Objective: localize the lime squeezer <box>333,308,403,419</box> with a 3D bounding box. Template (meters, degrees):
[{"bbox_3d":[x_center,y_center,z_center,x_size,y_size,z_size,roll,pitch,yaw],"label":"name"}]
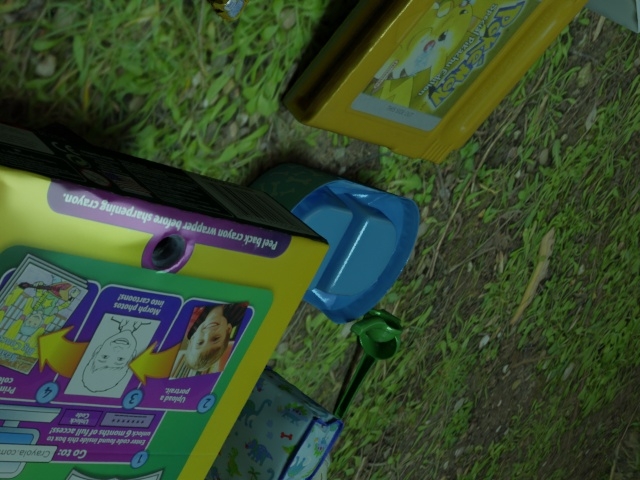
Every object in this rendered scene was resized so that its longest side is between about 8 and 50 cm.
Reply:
[{"bbox_3d":[0.058,0.128,1.675,0.110,0.059,0.310,-35,161,-18],"label":"lime squeezer"}]

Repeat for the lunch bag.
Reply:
[{"bbox_3d":[-0.067,0.239,1.538,0.151,0.128,0.096,-60,150,5],"label":"lunch bag"}]

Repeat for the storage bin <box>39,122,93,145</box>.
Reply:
[{"bbox_3d":[-0.235,0.008,1.098,0.180,0.084,0.122,-47,150,-18],"label":"storage bin"}]

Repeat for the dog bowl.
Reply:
[{"bbox_3d":[0.000,0.000,1.456,0.297,0.074,0.166,11,109,-59],"label":"dog bowl"}]

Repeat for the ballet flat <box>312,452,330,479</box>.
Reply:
[{"bbox_3d":[-0.031,0.329,1.744,0.206,0.067,0.073,-56,151,-1],"label":"ballet flat"}]

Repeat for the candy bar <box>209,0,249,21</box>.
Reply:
[{"bbox_3d":[-0.046,-0.266,1.174,0.161,0.018,0.040,-57,152,2],"label":"candy bar"}]

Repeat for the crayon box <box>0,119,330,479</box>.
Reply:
[{"bbox_3d":[-0.202,0.087,1.021,0.363,0.106,0.313,14,110,-51],"label":"crayon box"}]

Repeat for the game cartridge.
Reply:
[{"bbox_3d":[0.142,-0.213,1.409,0.285,0.053,0.323,-50,151,19],"label":"game cartridge"}]

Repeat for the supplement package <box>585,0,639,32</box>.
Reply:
[{"bbox_3d":[0.359,-0.393,1.523,0.203,0.149,0.194,-50,150,-12],"label":"supplement package"}]
